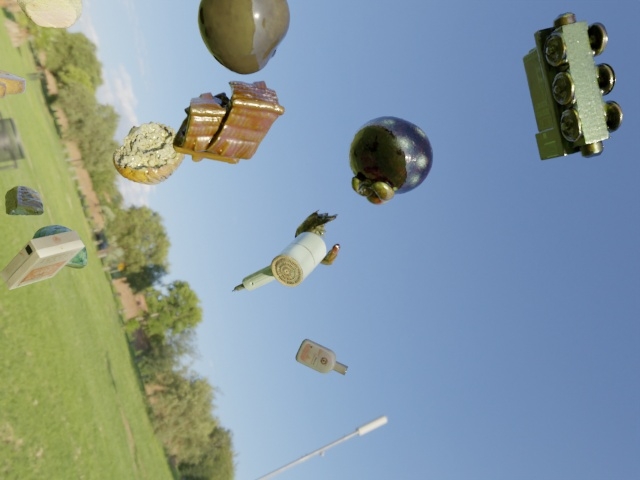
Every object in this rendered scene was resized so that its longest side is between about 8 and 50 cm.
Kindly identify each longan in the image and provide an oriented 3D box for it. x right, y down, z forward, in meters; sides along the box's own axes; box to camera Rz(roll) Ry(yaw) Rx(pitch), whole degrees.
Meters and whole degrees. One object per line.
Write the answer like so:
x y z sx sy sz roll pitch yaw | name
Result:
-0.176 -0.487 1.091 0.220 0.197 0.196 -50 -123 39 | longan

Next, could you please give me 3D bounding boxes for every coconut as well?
-0.665 -0.620 1.199 0.147 0.147 0.152 130 -46 -61 | coconut

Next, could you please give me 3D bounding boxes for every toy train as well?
0.399 -0.241 0.787 0.137 0.090 0.225 -151 -132 -85 | toy train

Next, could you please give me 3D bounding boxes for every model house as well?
-0.219 -0.296 1.161 0.229 0.200 0.219 -20 -122 60 | model house

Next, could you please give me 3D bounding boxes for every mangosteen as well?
0.218 -0.258 1.575 0.288 0.288 0.287 43 -39 49 | mangosteen

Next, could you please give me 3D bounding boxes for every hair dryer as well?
-0.153 0.094 1.500 0.358 0.173 0.107 -24 -79 35 | hair dryer

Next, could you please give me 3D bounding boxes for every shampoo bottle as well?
0.007 0.378 1.536 0.165 0.079 0.040 24 -12 10 | shampoo bottle

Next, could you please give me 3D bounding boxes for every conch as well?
-0.829 0.022 1.562 0.176 0.122 0.188 42 -14 -14 | conch

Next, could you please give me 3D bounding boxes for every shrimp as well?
-0.001 0.001 1.545 0.173 0.058 0.253 57 -35 -2 | shrimp

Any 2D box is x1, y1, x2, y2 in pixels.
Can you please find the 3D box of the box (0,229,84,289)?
-0.774 0.053 1.354 0.201 0.141 0.058 -32 -93 28 | box

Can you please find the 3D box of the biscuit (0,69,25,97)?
-0.871 -0.396 1.163 0.355 0.276 0.052 -70 174 -71 | biscuit

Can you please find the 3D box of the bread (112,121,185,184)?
-0.658 -0.324 1.882 0.274 0.274 0.149 59 -9 29 | bread

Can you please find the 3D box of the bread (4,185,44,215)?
-1.173 -0.157 1.917 0.232 0.128 0.087 33 -52 50 | bread
